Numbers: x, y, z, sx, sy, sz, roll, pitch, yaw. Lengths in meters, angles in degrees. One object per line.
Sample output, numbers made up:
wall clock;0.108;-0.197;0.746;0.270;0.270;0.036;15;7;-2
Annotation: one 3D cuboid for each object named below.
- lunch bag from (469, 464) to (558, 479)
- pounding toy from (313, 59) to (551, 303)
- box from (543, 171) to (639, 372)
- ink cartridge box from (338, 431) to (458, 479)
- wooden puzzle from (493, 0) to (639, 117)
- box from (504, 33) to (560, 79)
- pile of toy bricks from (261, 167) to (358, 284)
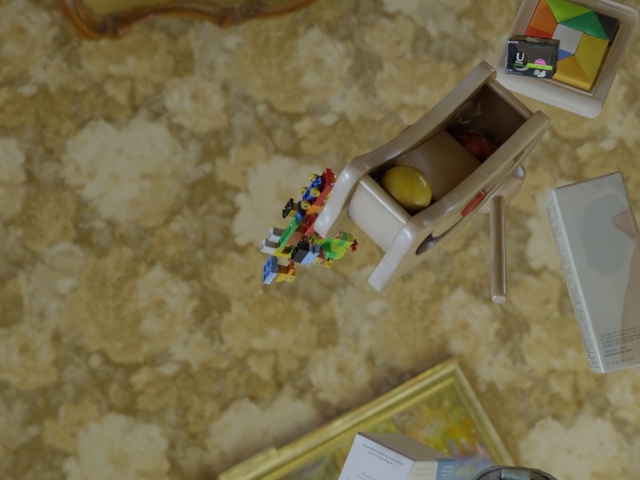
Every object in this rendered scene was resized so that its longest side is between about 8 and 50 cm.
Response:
lunch bag;0.213;0.400;1.142;0.213;0.256;0.305;6;149;26
pounding toy;0.132;-0.039;0.917;0.269;0.155;0.154;-32;162;-52
box;0.473;0.056;1.810;0.121;0.311;0.148;-14;174;5
ink cartridge box;0.103;0.511;1.959;0.223;0.129;0.307;21;91;-62
wooden puzzle;0.472;-0.377;2.101;0.044;0.221;0.238;67;46;-74
box;0.367;-0.319;1.895;0.083;0.062;0.052;11;-154;20
pile of toy bricks;0.000;0.000;1.557;0.105;0.118;0.212;14;142;-20
